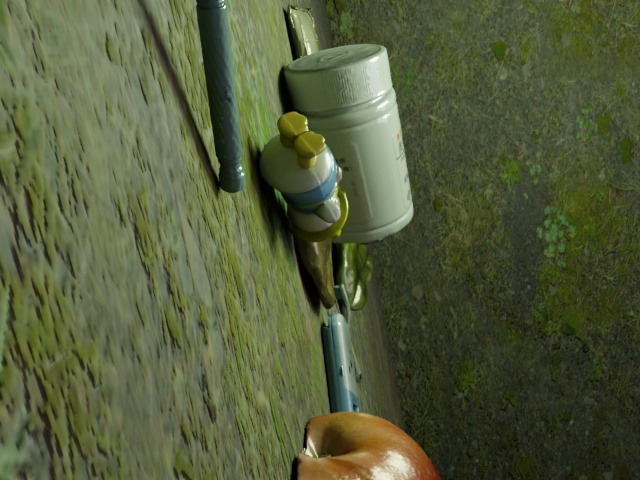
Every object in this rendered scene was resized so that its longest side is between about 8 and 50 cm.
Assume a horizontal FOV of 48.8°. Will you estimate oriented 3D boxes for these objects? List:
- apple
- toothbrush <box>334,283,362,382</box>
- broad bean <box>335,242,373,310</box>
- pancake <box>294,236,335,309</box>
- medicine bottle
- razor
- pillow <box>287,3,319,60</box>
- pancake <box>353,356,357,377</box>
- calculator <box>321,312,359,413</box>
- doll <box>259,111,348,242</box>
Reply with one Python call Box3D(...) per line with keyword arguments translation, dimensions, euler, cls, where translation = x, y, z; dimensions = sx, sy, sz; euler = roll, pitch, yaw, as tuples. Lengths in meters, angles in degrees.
Box3D(translation=(0.074, 0.336, 0.848), dimensions=(0.293, 0.163, 0.252), euler=(-81, 161, -74), cls="apple")
Box3D(translation=(0.064, 0.202, 1.495), dimensions=(0.022, 0.026, 0.263), euler=(-76, 156, -58), cls="toothbrush")
Box3D(translation=(0.070, 0.062, 1.561), dimensions=(0.207, 0.072, 0.153), euler=(-81, 148, -64), cls="broad bean")
Box3D(translation=(0.000, 0.000, 1.167), dimensions=(0.242, 0.050, 0.242), euler=(-9, 90, -82), cls="pancake")
Box3D(translation=(0.055, -0.179, 1.288), dimensions=(0.190, 0.189, 0.332), euler=(-87, 166, -60), cls="medicine bottle")
Box3D(translation=(-0.085, -0.144, 0.602), dimensions=(0.068, 0.105, 0.232), euler=(-89, 177, -55), cls="razor")
Box3D(translation=(-0.026, -0.383, 1.470), dimensions=(0.119, 0.053, 0.208), euler=(-46, 126, -77), cls="pillow")
Box3D(translation=(0.053, 0.253, 1.371), dimensions=(0.191, 0.020, 0.184), euler=(68, 14, -56), cls="pancake")
Box3D(translation=(0.036, 0.228, 1.192), dimensions=(0.121, 0.039, 0.211), euler=(59, 22, -67), cls="calculator")
Box3D(translation=(-0.018, -0.070, 0.944), dimensions=(0.241, 0.135, 0.099), euler=(62, 47, -64), cls="doll")
